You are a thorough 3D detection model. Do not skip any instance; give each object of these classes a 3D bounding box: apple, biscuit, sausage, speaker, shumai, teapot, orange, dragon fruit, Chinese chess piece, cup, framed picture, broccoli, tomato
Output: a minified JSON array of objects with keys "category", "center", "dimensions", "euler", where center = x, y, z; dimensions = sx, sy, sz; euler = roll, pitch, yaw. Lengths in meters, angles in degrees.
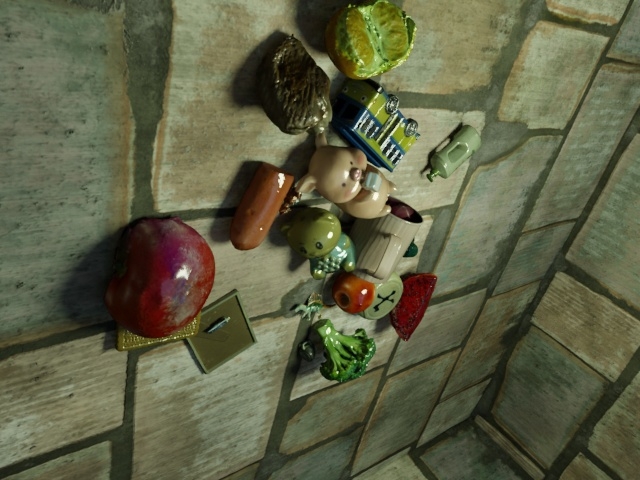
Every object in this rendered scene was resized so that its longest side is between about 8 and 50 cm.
[{"category":"apple","center":[0.122,0.191,1.921],"dimensions":[0.139,0.163,0.163],"euler":[-28,138,-34]},{"category":"biscuit","center":[-0.461,0.229,1.500],"dimensions":[0.254,0.029,0.172],"euler":[-7,119,-38]},{"category":"sausage","center":[-0.175,-0.089,1.455],"dimensions":[0.113,0.113,0.259],"euler":[13,111,-47]},{"category":"speaker","center":[0.359,0.024,2.077],"dimensions":[0.075,0.060,0.094],"euler":[-1,122,-44]},{"category":"shumai","center":[-0.072,-0.365,1.321],"dimensions":[0.184,0.218,0.185],"euler":[-34,178,-12]},{"category":"teapot","center":[-0.048,0.432,2.049],"dimensions":[0.057,0.066,0.088],"euler":[-42,122,-39]},{"category":"orange","center":[0.114,-0.506,1.321],"dimensions":[0.237,0.158,0.179],"euler":[-27,98,-26]},{"category":"dragon fruit","center":[0.392,0.256,2.253],"dimensions":[0.205,0.152,0.317],"euler":[-3,117,-66]},{"category":"Chinese chess piece","center":[0.226,0.218,2.092],"dimensions":[0.237,0.092,0.238],"euler":[-24,136,-26]},{"category":"cup","center":[0.218,0.005,1.762],"dimensions":[0.208,0.288,0.273],"euler":[9,118,-37]},{"category":"framed picture","center":[-0.330,0.309,1.711],"dimensions":[0.211,0.020,0.289],"euler":[-31,139,-20]},{"category":"broccoli","center":[0.074,0.420,2.043],"dimensions":[0.254,0.269,0.269],"euler":[-42,142,-22]},{"category":"tomato","center":[-0.384,0.113,1.355],"dimensions":[0.289,0.176,0.335],"euler":[14,102,-50]}]

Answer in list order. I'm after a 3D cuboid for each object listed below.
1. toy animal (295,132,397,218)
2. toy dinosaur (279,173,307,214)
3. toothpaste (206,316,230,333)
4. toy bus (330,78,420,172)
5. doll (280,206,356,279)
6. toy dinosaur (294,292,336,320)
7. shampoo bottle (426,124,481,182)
[{"category":"toy animal","center":[0.081,-0.174,1.534],"dimensions":[0.256,0.213,0.195],"euler":[38,70,-57]},{"category":"toy dinosaur","center":[-0.077,-0.139,1.548],"dimensions":[0.154,0.049,0.055],"euler":[-52,151,-7]},{"category":"toothpaste","center":[-0.326,0.272,1.657],"dimensions":[0.083,0.019,0.027],"euler":[-37,157,-8]},{"category":"toy bus","center":[0.155,-0.343,1.524],"dimensions":[0.175,0.138,0.287],"euler":[-53,141,5]},{"category":"doll","center":[0.000,0.000,1.644],"dimensions":[0.177,0.161,0.261],"euler":[-14,147,21]},{"category":"toy dinosaur","center":[-0.018,0.241,1.932],"dimensions":[0.187,0.044,0.106],"euler":[-26,121,-24]},{"category":"shampoo bottle","center":[0.477,-0.305,1.891],"dimensions":[0.234,0.087,0.118],"euler":[-43,143,-6]}]
